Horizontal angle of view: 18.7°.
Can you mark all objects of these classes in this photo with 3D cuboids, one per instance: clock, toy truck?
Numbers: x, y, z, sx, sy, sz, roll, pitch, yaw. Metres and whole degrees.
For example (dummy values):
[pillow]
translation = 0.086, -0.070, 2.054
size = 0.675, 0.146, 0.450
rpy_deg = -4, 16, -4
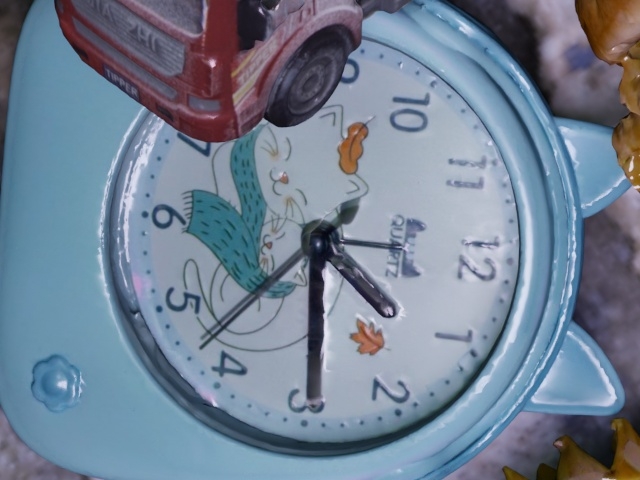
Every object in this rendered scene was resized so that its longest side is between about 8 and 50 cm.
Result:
[clock]
translation = 0.000, 0.000, 0.827
size = 0.274, 0.094, 0.223
rpy_deg = 9, 97, 12
[toy truck]
translation = 0.022, -0.156, 0.733
size = 0.114, 0.270, 0.135
rpy_deg = 35, 147, 26

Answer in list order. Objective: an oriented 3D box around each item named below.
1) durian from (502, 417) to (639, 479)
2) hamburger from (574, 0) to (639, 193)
[durian]
translation = 0.070, 0.215, 0.812
size = 0.191, 0.112, 0.341
rpy_deg = 24, 95, 0
[hamburger]
translation = 0.238, -0.083, 0.695
size = 0.211, 0.260, 0.245
rpy_deg = 61, 148, 14
